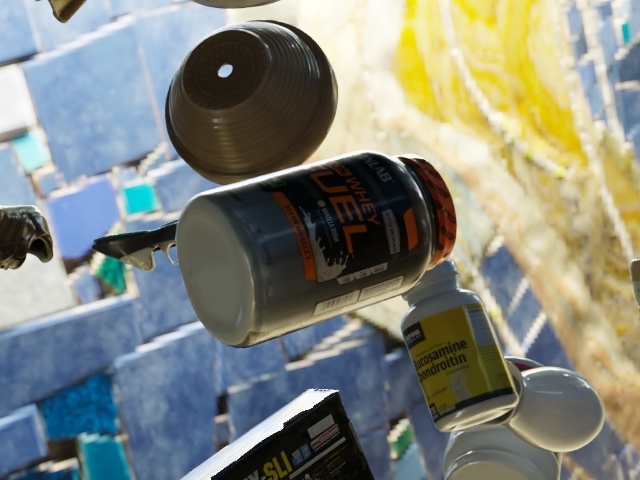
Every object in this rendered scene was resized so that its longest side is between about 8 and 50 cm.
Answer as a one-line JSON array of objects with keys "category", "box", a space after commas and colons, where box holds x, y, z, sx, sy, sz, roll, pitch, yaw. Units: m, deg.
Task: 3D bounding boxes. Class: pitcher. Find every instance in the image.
[{"category": "pitcher", "box": [0.305, 0.254, 2.004, 0.207, 0.125, 0.178, 16, -33, -37]}]

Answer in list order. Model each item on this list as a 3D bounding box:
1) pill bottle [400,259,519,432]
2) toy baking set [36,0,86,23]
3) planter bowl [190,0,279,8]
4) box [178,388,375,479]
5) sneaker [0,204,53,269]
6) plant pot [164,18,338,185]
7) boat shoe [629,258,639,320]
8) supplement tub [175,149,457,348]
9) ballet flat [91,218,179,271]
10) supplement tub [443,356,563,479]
[{"category": "pill bottle", "box": [0.153, 0.121, 1.561, 0.103, 0.184, 0.103, -18, -16, -5]}, {"category": "toy baking set", "box": [-0.161, -0.286, 1.157, 0.256, 0.030, 0.197, -51, -2, 13]}, {"category": "planter bowl", "box": [-0.076, -0.240, 0.966, 0.162, 0.162, 0.109, -6, 17, 20]}, {"category": "box", "box": [-0.060, 0.377, 1.710, 0.322, 0.257, 0.079, -32, 15, -35]}, {"category": "sneaker", "box": [-0.384, 0.001, 1.611, 0.066, 0.071, 0.188, -34, -9, 28]}, {"category": "plant pot", "box": [-0.103, -0.197, 1.744, 0.237, 0.237, 0.110, -8, -23, 15]}, {"category": "boat shoe", "box": [0.523, 0.030, 1.610, 0.302, 0.098, 0.109, -14, -5, 21]}, {"category": "supplement tub", "box": [0.000, 0.000, 0.994, 0.190, 0.117, 0.117, -18, 17, -31]}, {"category": "ballet flat", "box": [-0.243, 0.008, 2.024, 0.203, 0.074, 0.074, -15, 17, 3]}, {"category": "supplement tub", "box": [0.310, 0.341, 2.252, 0.191, 0.191, 0.272, -6, 30, 20]}]
